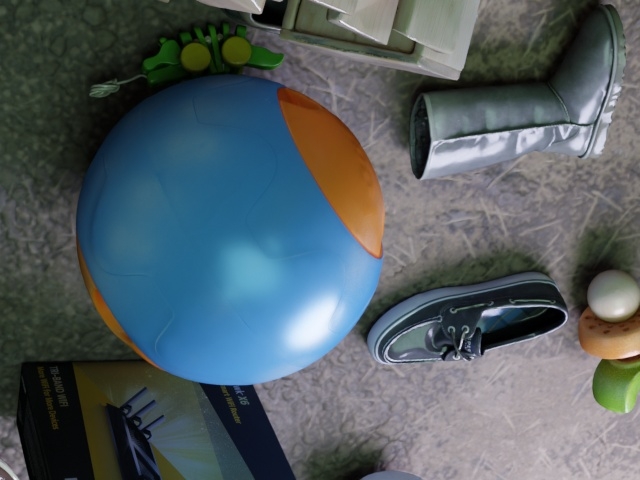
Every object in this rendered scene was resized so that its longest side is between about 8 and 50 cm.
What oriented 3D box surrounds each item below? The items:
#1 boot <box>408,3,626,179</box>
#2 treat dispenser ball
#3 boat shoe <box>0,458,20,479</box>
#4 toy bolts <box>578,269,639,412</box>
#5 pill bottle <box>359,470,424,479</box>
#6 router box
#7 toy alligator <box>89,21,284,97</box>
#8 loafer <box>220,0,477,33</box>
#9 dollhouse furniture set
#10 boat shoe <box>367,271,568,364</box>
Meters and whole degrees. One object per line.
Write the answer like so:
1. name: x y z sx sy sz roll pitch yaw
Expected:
1. boot: 0.200 -0.152 1.598 0.208 0.076 0.190 -1 118 -11
2. treat dispenser ball: -0.083 -0.009 1.443 0.288 0.288 0.288 -9 122 -14
3. boat shoe: -0.344 0.310 1.660 0.095 0.095 0.257 -35 125 3
4. toy bolts: 0.428 0.090 1.752 0.228 0.218 0.158 -30 121 -22
5. pill bottle: 0.083 0.392 1.839 0.131 0.131 0.229 -9 122 -14
6. router box: -0.161 0.234 1.549 0.243 0.309 0.081 0 119 -20
7. toy alligator: -0.130 -0.176 1.474 0.189 0.056 0.051 -10 81 -12
8. loafer: 0.033 -0.215 1.483 0.267 0.084 0.096 3 119 -21
9. dollhouse furniture set: -0.019 -0.298 1.220 0.394 0.362 0.256 11 94 -54
10. boat shoe: 0.168 0.099 1.725 0.228 0.076 0.080 -12 123 -12
